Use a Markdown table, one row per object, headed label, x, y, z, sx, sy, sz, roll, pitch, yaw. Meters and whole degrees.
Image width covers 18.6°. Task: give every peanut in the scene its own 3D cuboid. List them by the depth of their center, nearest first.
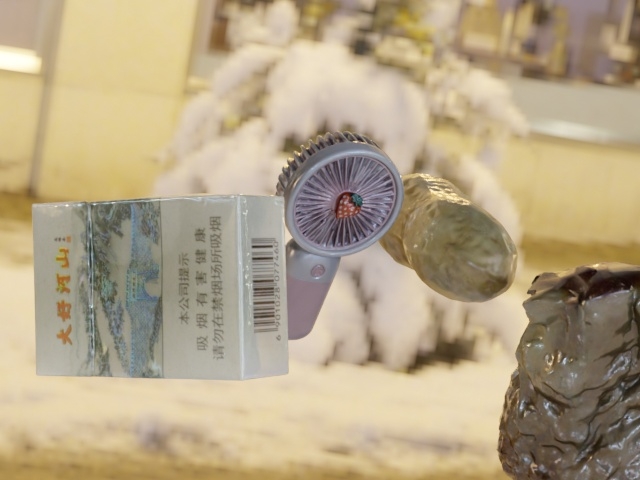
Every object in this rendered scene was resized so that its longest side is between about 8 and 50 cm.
| label | x | y | z | sx | sy | sz | roll | pitch | yaw |
| --- | --- | --- | --- | --- | --- | --- | --- | --- | --- |
| peanut | 0.141 | 0.003 | 2.165 | 0.125 | 0.111 | 0.274 | 35 | 5 | -22 |

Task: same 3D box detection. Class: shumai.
| label | x | y | z | sx | sy | sz | roll | pitch | yaw |
| --- | --- | --- | --- | --- | --- | --- | --- | --- | --- |
| shumai | 0.316 | 0.112 | 2.041 | 0.346 | 0.283 | 0.217 | -25 | 27 | 11 |

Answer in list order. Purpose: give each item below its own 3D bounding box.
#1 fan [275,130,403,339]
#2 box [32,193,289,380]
| label | x | y | z | sx | sy | sz | roll | pitch | yaw |
| --- | --- | --- | --- | --- | --- | --- | --- | --- | --- |
| fan | 0.000 | 0.000 | 2.047 | 0.130 | 0.244 | 0.074 | 7 | 28 | -28 |
| box | -0.150 | 0.042 | 1.776 | 0.256 | 0.164 | 0.069 | -2 | -1 | 37 |
